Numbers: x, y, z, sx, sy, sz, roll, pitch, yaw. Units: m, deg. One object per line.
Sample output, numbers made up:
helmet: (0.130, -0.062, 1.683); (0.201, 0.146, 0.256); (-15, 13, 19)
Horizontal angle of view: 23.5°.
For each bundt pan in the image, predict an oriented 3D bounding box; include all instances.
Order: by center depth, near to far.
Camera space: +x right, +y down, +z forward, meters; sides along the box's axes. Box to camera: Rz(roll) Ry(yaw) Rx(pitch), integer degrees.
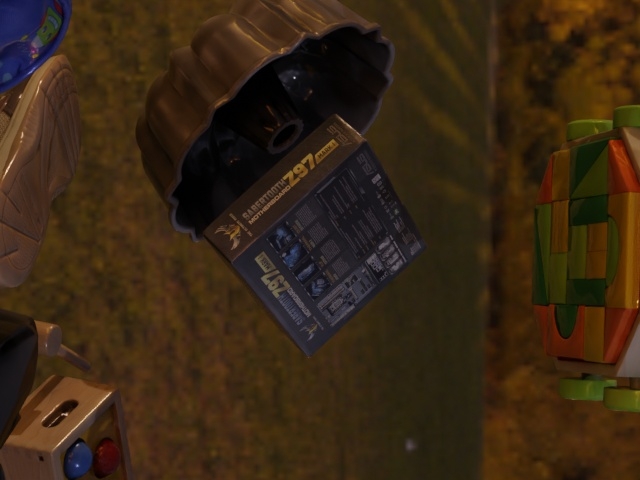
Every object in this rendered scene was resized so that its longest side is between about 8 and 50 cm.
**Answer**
bundt pan: (-0.078, -0.157, 1.767); (0.124, 0.331, 0.331); (47, -4, 22)

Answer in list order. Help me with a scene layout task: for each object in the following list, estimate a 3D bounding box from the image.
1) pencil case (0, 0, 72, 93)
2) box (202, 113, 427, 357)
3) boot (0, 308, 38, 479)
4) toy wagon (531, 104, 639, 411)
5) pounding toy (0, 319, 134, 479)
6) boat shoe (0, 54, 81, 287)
pencil case: (-0.317, -0.220, 1.088); (0.133, 0.306, 0.119); (-42, 164, -23)
box: (0.000, 0.000, 1.599); (0.059, 0.183, 0.232); (43, -7, 35)
boot: (-0.408, 0.150, 0.896); (0.146, 0.445, 0.367); (-80, -176, -57)
toy wagon: (0.256, 0.018, 1.445); (0.344, 0.068, 0.267); (172, -79, -78)
pounding toy: (-0.248, 0.179, 1.553); (0.181, 0.094, 0.206); (-46, 138, -53)
boat shoe: (-0.255, -0.060, 1.217); (0.285, 0.092, 0.102); (-83, 167, -53)
